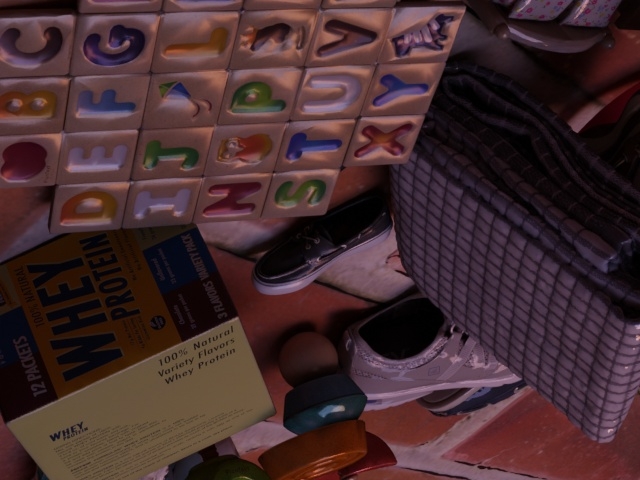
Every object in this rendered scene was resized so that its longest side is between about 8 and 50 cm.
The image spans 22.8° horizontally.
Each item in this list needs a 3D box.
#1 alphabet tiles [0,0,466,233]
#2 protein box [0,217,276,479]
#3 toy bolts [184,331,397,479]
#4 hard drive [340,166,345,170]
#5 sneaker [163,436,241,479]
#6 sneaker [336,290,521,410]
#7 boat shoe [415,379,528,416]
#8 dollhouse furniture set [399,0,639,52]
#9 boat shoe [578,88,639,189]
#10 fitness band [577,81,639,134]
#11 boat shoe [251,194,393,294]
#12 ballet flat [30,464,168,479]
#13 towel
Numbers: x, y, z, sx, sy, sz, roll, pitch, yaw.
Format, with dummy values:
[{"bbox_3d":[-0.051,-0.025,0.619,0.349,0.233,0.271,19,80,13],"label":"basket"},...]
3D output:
[{"bbox_3d":[-0.073,-0.105,1.148,0.342,0.011,0.285,-4,142,-20],"label":"alphabet tiles"},{"bbox_3d":[-0.165,0.094,1.322,0.199,0.136,0.201,-25,151,-5],"label":"protein box"},{"bbox_3d":[-0.031,0.155,1.495,0.228,0.159,0.218,-2,156,-47],"label":"toy bolts"},{"bbox_3d":[-0.017,-0.085,1.281,0.094,0.022,0.135,-37,150,14],"label":"hard drive"},{"bbox_3d":[-0.158,0.325,1.699,0.150,0.135,0.366,-19,149,-22],"label":"sneaker"},{"bbox_3d":[0.146,0.094,1.621,0.281,0.105,0.115,-21,150,-13],"label":"sneaker"},{"bbox_3d":[0.221,0.121,1.741,0.254,0.095,0.079,-36,149,15],"label":"boat shoe"},{"bbox_3d":[0.291,-0.229,1.165,0.355,0.174,0.303,-3,142,-39],"label":"dollhouse furniture set"},{"bbox_3d":[0.283,-0.063,1.314,0.095,0.095,0.257,6,164,-15],"label":"boat shoe"},{"bbox_3d":[0.297,-0.061,1.568,0.209,0.054,0.291,-24,152,-14],"label":"fitness band"},{"bbox_3d":[0.000,0.000,1.413,0.142,0.049,0.040,-27,146,-16],"label":"boat shoe"},{"bbox_3d":[-0.251,0.317,1.620,0.147,0.147,0.409,-3,143,-37],"label":"ballet flat"},{"bbox_3d":[0.186,0.005,1.329,0.121,0.283,0.235,-40,153,-20],"label":"towel"}]
